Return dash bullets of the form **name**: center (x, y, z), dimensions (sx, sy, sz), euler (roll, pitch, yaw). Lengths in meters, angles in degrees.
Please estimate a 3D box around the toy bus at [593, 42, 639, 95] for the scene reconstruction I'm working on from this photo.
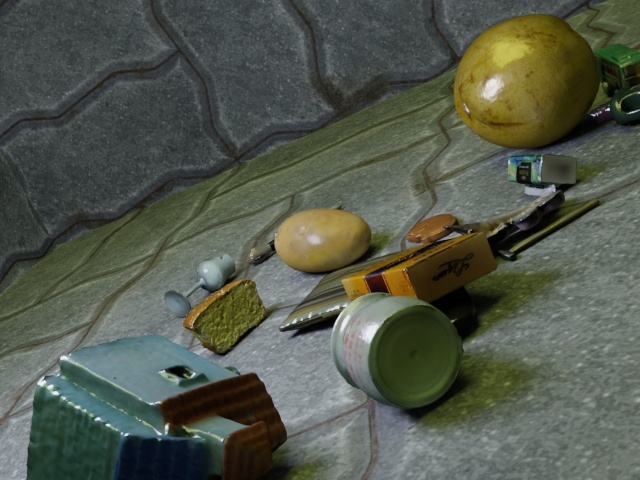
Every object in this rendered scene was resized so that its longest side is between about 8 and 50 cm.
- **toy bus**: center (0.695, -0.384, 2.140), dimensions (0.091, 0.109, 0.261), euler (-19, 17, 7)

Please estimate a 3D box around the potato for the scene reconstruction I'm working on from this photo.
- **potato**: center (0.000, 0.000, 1.995), dimensions (0.234, 0.146, 0.150), euler (-10, 52, 47)

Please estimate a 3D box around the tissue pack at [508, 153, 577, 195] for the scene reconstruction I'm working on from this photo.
- **tissue pack**: center (0.423, -0.125, 1.793), dimensions (0.085, 0.079, 0.111), euler (2, 3, -23)

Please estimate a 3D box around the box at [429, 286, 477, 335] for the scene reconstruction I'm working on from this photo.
- **box**: center (0.137, 0.132, 1.459), dimensions (0.212, 0.042, 0.201), euler (-26, 14, 5)

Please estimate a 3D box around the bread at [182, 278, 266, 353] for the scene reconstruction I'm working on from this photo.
- **bread**: center (-0.189, 0.152, 1.846), dimensions (0.065, 0.103, 0.187), euler (-13, 22, 41)

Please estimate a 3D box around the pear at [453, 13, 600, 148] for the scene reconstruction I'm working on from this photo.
- **pear**: center (0.453, -0.348, 2.066), dimensions (0.314, 0.314, 0.314), euler (-25, 15, 7)

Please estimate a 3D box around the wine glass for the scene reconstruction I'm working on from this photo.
- **wine glass**: center (-0.282, 0.101, 2.230), dimensions (0.079, 0.079, 0.195), euler (-15, 20, 39)

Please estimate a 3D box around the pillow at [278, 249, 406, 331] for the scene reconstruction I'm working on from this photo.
- **pillow**: center (0.048, 0.093, 1.733), dimensions (0.208, 0.052, 0.212), euler (-19, 14, 37)

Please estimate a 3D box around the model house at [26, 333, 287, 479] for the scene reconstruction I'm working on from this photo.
- **model house**: center (-0.173, 0.284, 1.224), dimensions (0.329, 0.251, 0.295), euler (11, 10, 31)

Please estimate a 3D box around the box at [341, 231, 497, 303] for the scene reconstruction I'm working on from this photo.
- **box**: center (0.153, 0.055, 1.502), dimensions (0.152, 0.070, 0.237), euler (-24, 1, -23)

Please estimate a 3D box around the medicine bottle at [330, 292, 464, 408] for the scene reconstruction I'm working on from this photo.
- **medicine bottle**: center (0.100, 0.147, 1.270), dimensions (0.147, 0.147, 0.143), euler (-31, 14, -16)

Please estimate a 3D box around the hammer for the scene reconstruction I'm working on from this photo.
- **hammer**: center (0.391, -0.021, 1.601), dimensions (0.199, 0.013, 0.062), euler (-30, 14, -11)

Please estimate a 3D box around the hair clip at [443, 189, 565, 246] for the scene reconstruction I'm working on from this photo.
- **hair clip**: center (0.312, -0.024, 1.646), dimensions (0.257, 0.075, 0.146), euler (-22, -3, -7)

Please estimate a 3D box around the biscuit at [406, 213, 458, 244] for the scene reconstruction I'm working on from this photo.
- **biscuit**: center (0.225, -0.026, 1.893), dimensions (0.102, 0.019, 0.130), euler (-28, 14, -10)

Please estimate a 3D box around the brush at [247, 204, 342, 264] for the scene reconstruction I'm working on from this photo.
- **brush**: center (-0.061, -0.020, 2.348), dimensions (0.299, 0.039, 0.042), euler (-31, -24, -22)

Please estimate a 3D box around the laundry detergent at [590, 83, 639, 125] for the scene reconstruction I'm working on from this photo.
- **laundry detergent**: center (0.657, -0.283, 1.907), dimensions (0.222, 0.078, 0.144), euler (-17, 21, 32)
